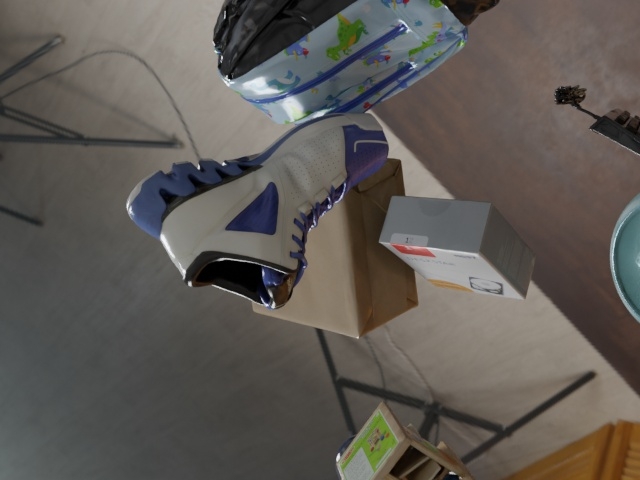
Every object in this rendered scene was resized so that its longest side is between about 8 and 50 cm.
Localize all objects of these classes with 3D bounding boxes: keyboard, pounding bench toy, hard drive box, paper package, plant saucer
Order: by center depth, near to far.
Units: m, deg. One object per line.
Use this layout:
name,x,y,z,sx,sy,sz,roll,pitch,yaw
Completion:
pounding bench toy,0.046,0.160,0.459,0.065,0.052,0.083,36,93,-15
keyboard,0.399,-0.160,0.981,0.201,0.317,0.033,33,112,15
hard drive box,0.236,0.013,1.234,0.181,0.089,0.232,7,162,37
plant saucer,0.662,0.046,1.368,0.317,0.043,0.318,28,122,58
paper package,0.000,0.000,1.388,0.324,0.168,0.310,7,112,48

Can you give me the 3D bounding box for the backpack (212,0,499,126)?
backpack,0.026,-0.289,0.901,0.355,0.290,0.273,-23,145,19

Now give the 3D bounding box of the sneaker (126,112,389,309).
sneaker,-0.046,-0.019,0.859,0.182,0.315,0.127,59,157,21

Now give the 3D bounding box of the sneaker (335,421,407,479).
sneaker,0.089,0.355,1.218,0.131,0.112,0.319,51,-177,36
